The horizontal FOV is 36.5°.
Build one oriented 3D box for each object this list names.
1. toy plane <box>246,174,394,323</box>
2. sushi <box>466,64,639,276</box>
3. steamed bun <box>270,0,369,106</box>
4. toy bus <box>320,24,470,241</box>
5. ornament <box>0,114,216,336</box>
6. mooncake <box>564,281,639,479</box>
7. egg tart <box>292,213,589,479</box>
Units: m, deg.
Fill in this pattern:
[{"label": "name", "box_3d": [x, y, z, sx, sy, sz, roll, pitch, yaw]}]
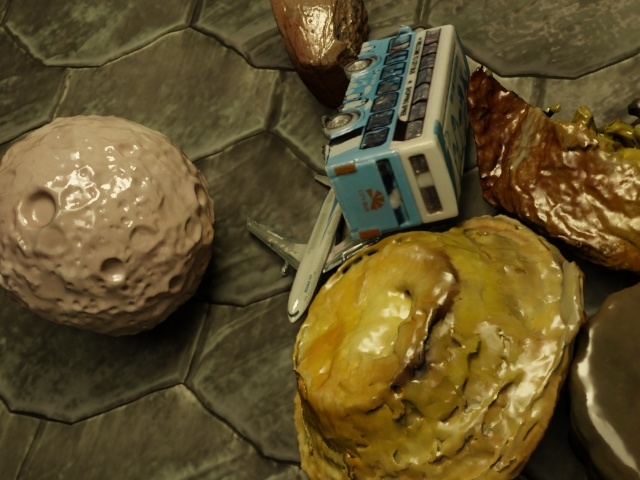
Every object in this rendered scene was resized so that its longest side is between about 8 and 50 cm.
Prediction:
[{"label": "toy plane", "box_3d": [0.002, 0.001, 1.097, 0.226, 0.058, 0.226, -2, 59, 27]}, {"label": "sushi", "box_3d": [0.287, -0.068, 0.979, 0.296, 0.167, 0.179, 34, 103, 37]}, {"label": "steamed bun", "box_3d": [0.005, -0.261, 1.184, 0.106, 0.145, 0.175, -19, 64, 9]}, {"label": "toy bus", "box_3d": [0.086, -0.125, 1.033, 0.131, 0.106, 0.297, -11, 32, 20]}, {"label": "ornament", "box_3d": [-0.240, -0.024, 1.086, 0.259, 0.259, 0.225, 25, 96, 29]}, {"label": "mooncake", "box_3d": [0.324, 0.147, 0.853, 0.228, 0.124, 0.228, -2, 62, 3]}, {"label": "egg tart", "box_3d": [0.080, 0.097, 0.907, 0.341, 0.129, 0.341, -36, 30, 25]}]
